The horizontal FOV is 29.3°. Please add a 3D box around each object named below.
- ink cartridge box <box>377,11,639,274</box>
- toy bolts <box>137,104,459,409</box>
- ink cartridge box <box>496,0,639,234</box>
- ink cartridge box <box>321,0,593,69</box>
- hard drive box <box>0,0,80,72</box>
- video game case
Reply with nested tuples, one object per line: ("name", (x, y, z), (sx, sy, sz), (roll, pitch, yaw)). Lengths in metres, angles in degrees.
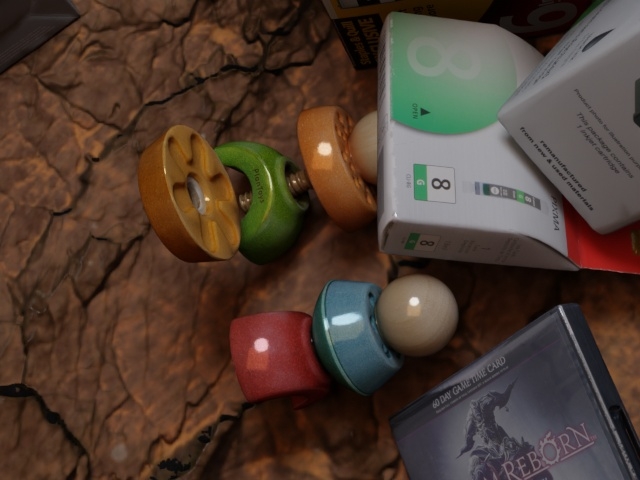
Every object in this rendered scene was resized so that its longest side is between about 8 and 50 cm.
("ink cartridge box", (0.153, -0.069, 0.881), (0.224, 0.056, 0.181), (5, 59, -6))
("toy bolts", (0.000, 0.000, 0.881), (0.158, 0.218, 0.229), (-20, 77, 20))
("ink cartridge box", (0.281, -0.147, 0.773), (0.121, 0.289, 0.211), (47, 58, -7))
("ink cartridge box", (0.051, -0.253, 0.889), (0.271, 0.309, 0.130), (-9, 71, 12))
("hard drive box", (-0.358, -0.251, 1.107), (0.181, 0.089, 0.232), (-36, 68, 0))
("video game case", (0.153, 0.206, 0.807), (0.196, 0.026, 0.274), (-42, 61, 44))
